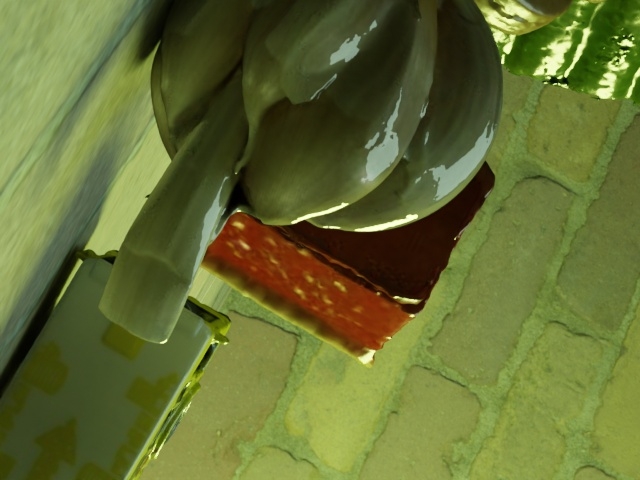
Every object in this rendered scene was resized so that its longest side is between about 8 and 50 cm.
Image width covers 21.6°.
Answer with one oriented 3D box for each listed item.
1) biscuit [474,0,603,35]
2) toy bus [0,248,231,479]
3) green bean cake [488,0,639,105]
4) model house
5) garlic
[{"bbox_3d":[0.125,-0.225,0.919,0.049,0.197,0.301,-21,-148,38],"label":"biscuit"},{"bbox_3d":[-0.130,0.114,0.765,0.226,0.081,0.074,-58,175,-1],"label":"toy bus"},{"bbox_3d":[0.177,-0.233,1.133,0.156,0.247,0.250,107,0,-52],"label":"green bean cake"},{"bbox_3d":[0.000,0.000,1.428,0.160,0.196,0.254,-60,-179,-31],"label":"model house"},{"bbox_3d":[-0.010,-0.040,0.645,0.194,0.131,0.127,-62,151,-14],"label":"garlic"}]
